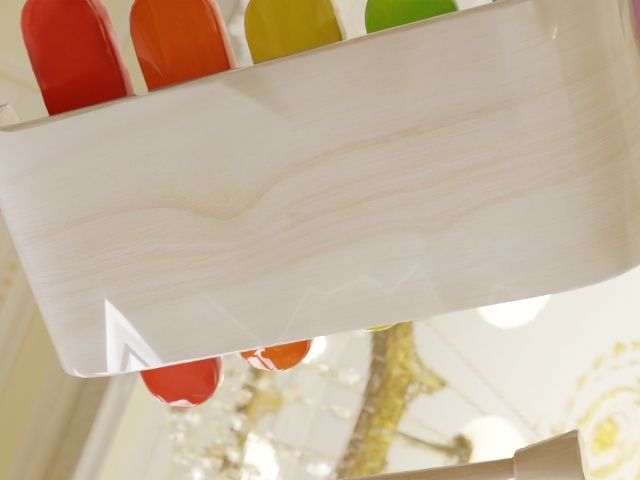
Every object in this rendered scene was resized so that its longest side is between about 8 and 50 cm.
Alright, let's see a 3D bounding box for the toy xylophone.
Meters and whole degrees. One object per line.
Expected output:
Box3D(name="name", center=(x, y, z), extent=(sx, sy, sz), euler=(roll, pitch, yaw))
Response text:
Box3D(name="toy xylophone", center=(0.000, 0.000, 0.566), extent=(0.081, 0.322, 0.236), euler=(-57, 141, -65))
